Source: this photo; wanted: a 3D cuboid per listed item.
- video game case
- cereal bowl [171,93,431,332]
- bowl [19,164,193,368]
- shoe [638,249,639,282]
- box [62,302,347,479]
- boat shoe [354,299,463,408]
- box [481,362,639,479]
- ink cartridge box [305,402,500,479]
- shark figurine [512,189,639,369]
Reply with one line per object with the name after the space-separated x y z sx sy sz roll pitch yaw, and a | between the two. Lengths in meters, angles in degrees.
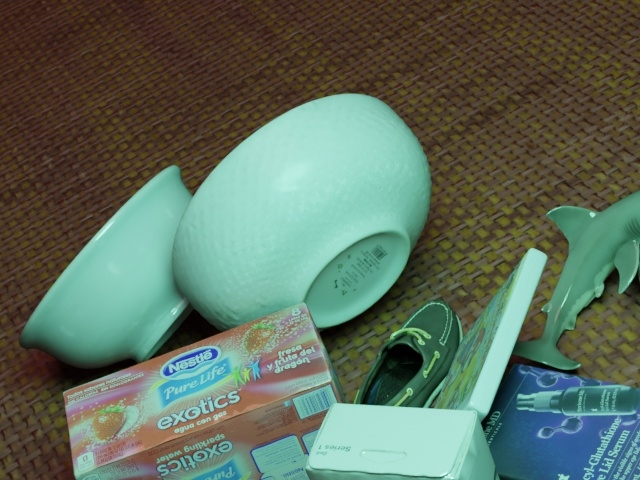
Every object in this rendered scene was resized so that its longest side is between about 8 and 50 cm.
0.165 0.144 1.776 0.026 0.206 0.227 28 51 -1 | video game case
0.000 0.000 1.929 0.339 0.339 0.141 -31 59 -14 | cereal bowl
-0.227 0.060 2.045 0.134 0.298 0.298 41 59 2 | bowl
0.406 0.047 1.891 0.076 0.058 0.219 -10 39 13 | shoe
-0.119 0.213 1.848 0.300 0.154 0.142 -21 39 1 | box
0.104 0.144 1.899 0.081 0.069 0.228 3 43 27 | boat shoe
0.266 0.230 1.690 0.207 0.108 0.153 9 47 32 | box
0.097 0.266 1.629 0.160 0.219 0.092 1 42 24 | ink cartridge box
0.297 0.023 1.913 0.278 0.116 0.166 -52 8 -2 | shark figurine
